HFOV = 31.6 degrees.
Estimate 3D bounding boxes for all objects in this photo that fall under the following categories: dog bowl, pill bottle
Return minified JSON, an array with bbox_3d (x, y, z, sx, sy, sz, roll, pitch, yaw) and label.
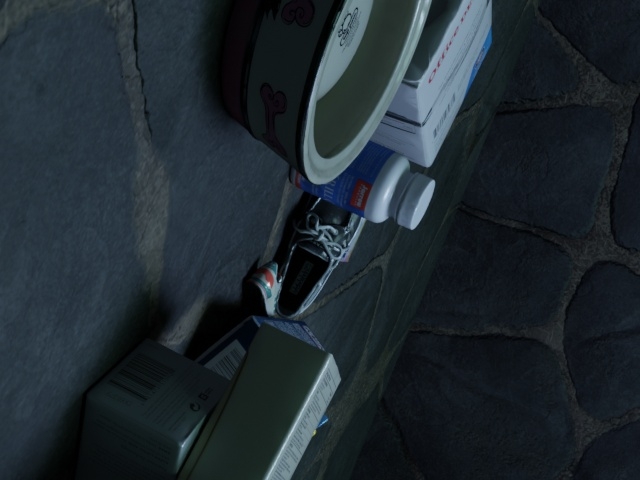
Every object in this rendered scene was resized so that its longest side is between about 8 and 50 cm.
[{"bbox_3d":[0.013,-0.288,1.514,0.408,0.150,0.408,-57,164,-26],"label":"dog bowl"},{"bbox_3d":[0.072,-0.104,1.881,0.124,0.221,0.124,-57,163,-28],"label":"pill bottle"}]

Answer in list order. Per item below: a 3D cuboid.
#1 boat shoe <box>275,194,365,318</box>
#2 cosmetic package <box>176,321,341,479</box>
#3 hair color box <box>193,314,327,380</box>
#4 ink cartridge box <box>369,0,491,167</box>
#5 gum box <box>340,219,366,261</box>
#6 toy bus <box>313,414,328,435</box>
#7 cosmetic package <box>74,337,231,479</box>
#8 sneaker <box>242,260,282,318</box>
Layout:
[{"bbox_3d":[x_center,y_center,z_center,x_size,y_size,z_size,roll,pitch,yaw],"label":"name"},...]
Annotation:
[{"bbox_3d":[-0.004,-0.002,2.005,0.306,0.113,0.105,-58,-178,10],"label":"boat shoe"},{"bbox_3d":[-0.093,0.285,1.540,0.309,0.113,0.160,-62,166,-16],"label":"cosmetic package"},{"bbox_3d":[-0.104,0.223,1.921,0.174,0.105,0.347,-39,167,6],"label":"hair color box"},{"bbox_3d":[0.170,-0.337,1.955,0.285,0.166,0.395,-63,167,-10],"label":"ink cartridge box"},{"bbox_3d":[0.054,-0.055,2.219,0.188,0.062,0.107,-66,166,4],"label":"gum box"},{"bbox_3d":[-0.093,0.312,2.163,0.104,0.202,0.191,-34,163,-22],"label":"toy bus"},{"bbox_3d":[-0.230,0.269,1.560,0.151,0.151,0.184,-47,157,-51],"label":"cosmetic package"},{"bbox_3d":[-0.091,0.095,1.962,0.075,0.057,0.161,-52,158,-26],"label":"sneaker"}]
